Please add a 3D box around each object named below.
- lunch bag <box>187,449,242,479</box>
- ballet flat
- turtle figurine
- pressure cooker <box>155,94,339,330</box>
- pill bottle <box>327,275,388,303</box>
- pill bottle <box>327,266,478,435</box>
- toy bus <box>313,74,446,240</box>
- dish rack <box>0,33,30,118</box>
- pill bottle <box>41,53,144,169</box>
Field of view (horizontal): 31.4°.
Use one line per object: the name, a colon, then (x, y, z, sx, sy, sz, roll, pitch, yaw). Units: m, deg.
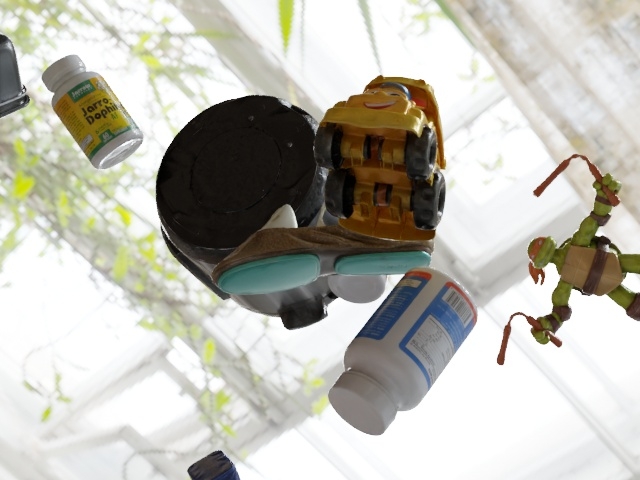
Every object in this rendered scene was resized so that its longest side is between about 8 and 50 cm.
lunch bag: (-0.154, 0.373, 1.740, 0.067, 0.065, 0.098, -29, -160, -14)
ballet flat: (0.000, 0.000, 1.718, 0.116, 0.342, 0.124, 96, -16, -60)
turtle figurine: (0.329, 0.049, 1.345, 0.087, 0.217, 0.270, -20, 130, -76)
pressure cooker: (-0.092, -0.041, 2.283, 0.375, 0.420, 0.370, 23, -104, 29)
pill bottle: (0.080, 0.018, 2.098, 0.108, 0.108, 0.180, -32, -151, 37)
pill bottle: (0.107, 0.150, 1.525, 0.221, 0.124, 0.124, -48, -164, -30)
toy bus: (0.098, -0.138, 1.470, 0.149, 0.220, 0.211, 10, -124, 19)
dish rack: (-0.421, -0.159, 1.008, 0.208, 0.271, 0.074, -37, 141, -51)
pill bottle: (-0.439, -0.248, 2.176, 0.117, 0.208, 0.117, -35, 174, -4)
